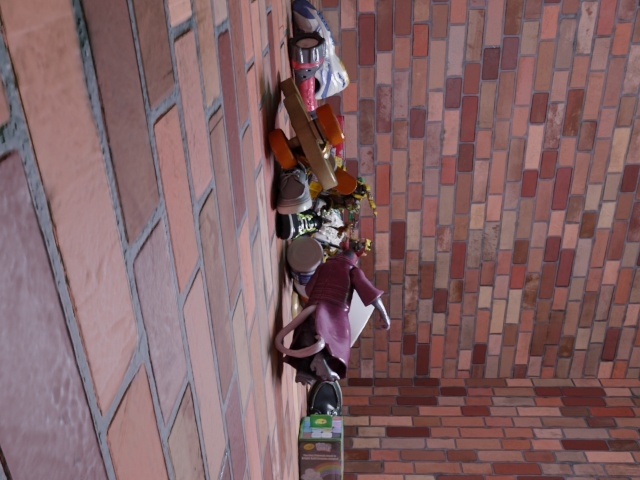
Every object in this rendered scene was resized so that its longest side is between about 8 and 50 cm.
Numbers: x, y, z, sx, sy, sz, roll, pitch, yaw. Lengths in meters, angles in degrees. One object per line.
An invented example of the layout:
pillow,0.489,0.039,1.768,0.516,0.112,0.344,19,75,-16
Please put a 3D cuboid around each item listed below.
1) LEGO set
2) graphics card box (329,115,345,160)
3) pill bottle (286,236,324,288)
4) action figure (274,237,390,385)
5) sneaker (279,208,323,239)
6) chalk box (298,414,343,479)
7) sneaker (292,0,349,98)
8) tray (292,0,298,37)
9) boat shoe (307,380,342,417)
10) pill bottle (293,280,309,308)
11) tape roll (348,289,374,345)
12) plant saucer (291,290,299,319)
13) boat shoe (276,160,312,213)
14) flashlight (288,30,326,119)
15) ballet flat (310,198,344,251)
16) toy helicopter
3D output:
LEGO set,0.051,-0.106,1.722,0.192,0.255,0.331,-52,-163,49
graphics card box,0.013,-0.277,2.070,0.371,0.094,0.232,-157,-114,-84
pill bottle,-0.035,0.066,1.608,0.169,0.094,0.094,82,8,-64
action figure,0.008,0.145,1.446,0.275,0.248,0.370,46,53,-46
sneaker,-0.043,-0.052,1.462,0.234,0.097,0.084,-71,159,-81
chalk box,0.003,0.615,1.862,0.132,0.133,0.212,-76,166,-76
sneaker,-0.025,-0.550,1.800,0.296,0.131,0.112,61,-5,-30
tray,-0.059,-0.595,1.895,0.145,0.030,0.270,-86,175,-62
boat shoe,0.016,0.633,2.147,0.113,0.127,0.339,-113,-151,-67
pill bottle,-0.010,0.145,1.803,0.216,0.121,0.121,81,9,-66
tape roll,0.053,0.271,1.858,0.286,0.100,0.286,-57,177,-5
plant saucer,-0.069,0.179,1.699,0.083,0.015,0.083,-1,90,-87
boat shoe,-0.066,-0.126,1.379,0.227,0.079,0.081,-95,173,-67
flashlight,-0.029,-0.436,1.750,0.304,0.103,0.103,85,5,-47
ballet flat,0.000,0.000,2.024,0.409,0.147,0.146,81,9,-70
toy helicopter,-0.024,-0.241,1.369,0.235,0.140,0.355,56,11,-44
